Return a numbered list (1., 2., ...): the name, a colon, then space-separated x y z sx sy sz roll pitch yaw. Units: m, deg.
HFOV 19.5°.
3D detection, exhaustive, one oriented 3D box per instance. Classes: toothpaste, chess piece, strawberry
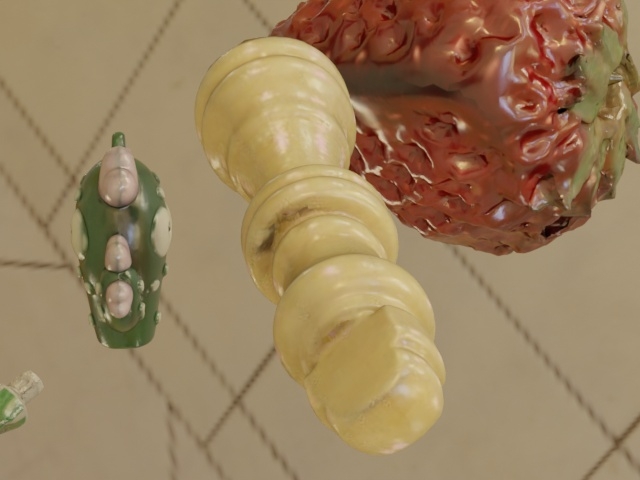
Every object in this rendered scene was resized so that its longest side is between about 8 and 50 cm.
1. toothpaste: -0.319 0.189 1.530 0.078 0.248 0.047 2 126 46
2. chess piece: 0.000 0.000 1.196 0.397 0.117 0.117 -110 36 -58
3. strawberry: 0.113 -0.150 1.724 0.345 0.317 0.295 12 83 26

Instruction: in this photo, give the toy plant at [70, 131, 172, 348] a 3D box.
1. toy plant: -0.222 -0.002 2.079 0.232 0.112 0.243 119 149 -80
